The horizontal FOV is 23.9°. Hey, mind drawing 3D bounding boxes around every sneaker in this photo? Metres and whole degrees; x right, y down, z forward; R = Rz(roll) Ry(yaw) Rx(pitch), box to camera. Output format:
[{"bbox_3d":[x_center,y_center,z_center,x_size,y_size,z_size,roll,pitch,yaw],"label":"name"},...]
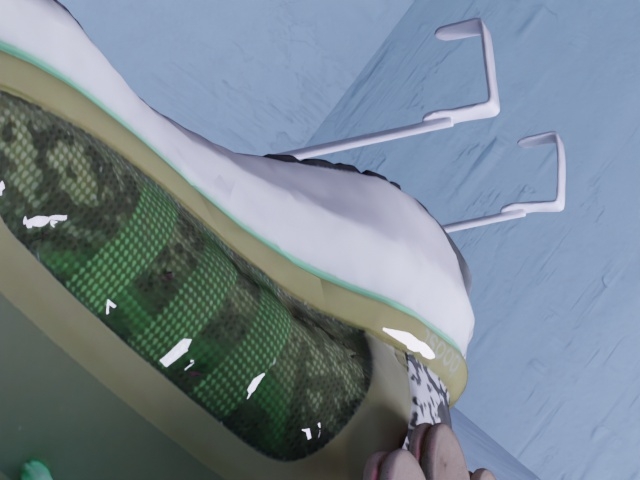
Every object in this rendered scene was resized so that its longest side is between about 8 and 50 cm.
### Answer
[{"bbox_3d":[-0.063,0.061,0.354,0.410,0.158,0.182,14,50,-53],"label":"sneaker"}]

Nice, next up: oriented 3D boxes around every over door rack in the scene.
[{"bbox_3d":[0.000,0.000,0.985,0.239,0.324,0.108,36,33,-67],"label":"over door rack"}]

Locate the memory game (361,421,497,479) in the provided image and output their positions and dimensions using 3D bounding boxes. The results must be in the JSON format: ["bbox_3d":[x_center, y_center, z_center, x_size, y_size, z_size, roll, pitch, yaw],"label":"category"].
[{"bbox_3d":[0.038,0.137,0.379,0.186,0.012,0.186,-11,90,-71],"label":"memory game"}]
